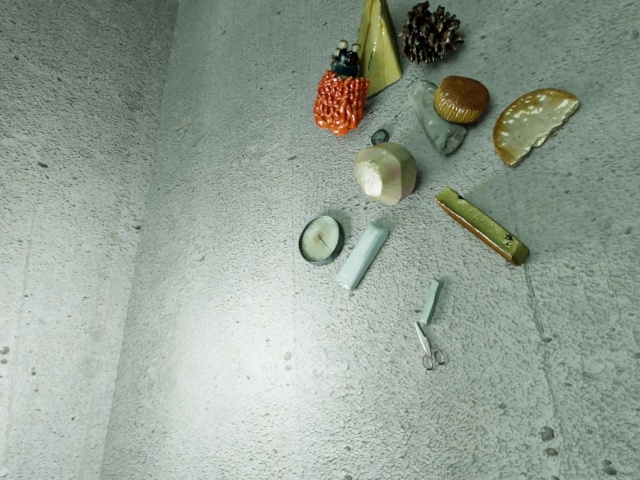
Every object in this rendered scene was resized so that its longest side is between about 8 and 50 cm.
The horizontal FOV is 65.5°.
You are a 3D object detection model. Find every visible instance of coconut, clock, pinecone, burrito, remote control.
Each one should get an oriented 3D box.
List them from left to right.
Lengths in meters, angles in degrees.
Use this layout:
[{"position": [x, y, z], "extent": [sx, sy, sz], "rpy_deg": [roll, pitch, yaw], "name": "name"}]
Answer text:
[{"position": [0.000, 0.000, 2.158], "extent": [0.226, 0.049, 0.226], "rpy_deg": [-16, 63, 33], "name": "clock"}, {"position": [0.162, 0.061, 2.009], "extent": [0.103, 0.051, 0.293], "rpy_deg": [34, 95, 40], "name": "remote control"}, {"position": [0.259, -0.443, 2.154], "extent": [0.085, 0.017, 0.085], "rpy_deg": [-14, 65, 32], "name": "clock"}, {"position": [0.257, -0.269, 1.953], "extent": [0.259, 0.259, 0.259], "rpy_deg": [-15, 64, 33], "name": "coconut"}, {"position": [0.449, -0.853, 2.039], "extent": [0.257, 0.243, 0.243], "rpy_deg": [-12, 63, 5], "name": "pinecone"}, {"position": [0.445, -0.530, 1.993], "extent": [0.139, 0.101, 0.445], "rpy_deg": [-32, 55, 19], "name": "burrito"}]

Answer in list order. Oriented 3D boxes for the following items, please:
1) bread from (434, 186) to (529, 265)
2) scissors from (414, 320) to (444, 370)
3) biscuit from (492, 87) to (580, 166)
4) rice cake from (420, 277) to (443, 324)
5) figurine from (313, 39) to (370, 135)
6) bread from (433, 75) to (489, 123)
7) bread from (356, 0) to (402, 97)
[{"position": [0.551, -0.050, 1.698], "extent": [0.077, 0.138, 0.361], "rpy_deg": [-50, 51, 8], "name": "bread"}, {"position": [0.371, 0.363, 1.748], "extent": [0.085, 0.022, 0.176], "rpy_deg": [-34, 58, 24], "name": "scissors"}, {"position": [0.737, -0.419, 1.765], "extent": [0.309, 0.040, 0.204], "rpy_deg": [-46, 52, 13], "name": "biscuit"}, {"position": [0.398, 0.218, 1.781], "extent": [0.033, 0.029, 0.170], "rpy_deg": [11, 78, 46], "name": "rice cake"}, {"position": [0.093, -0.687, 2.232], "extent": [0.306, 0.241, 0.411], "rpy_deg": [-43, 39, 50], "name": "figurine"}, {"position": [0.531, -0.535, 1.868], "extent": [0.199, 0.104, 0.199], "rpy_deg": [4, 60, -7], "name": "bread"}, {"position": [0.211, -0.920, 2.184], "extent": [0.242, 0.405, 0.345], "rpy_deg": [-18, 50, 20], "name": "bread"}]
